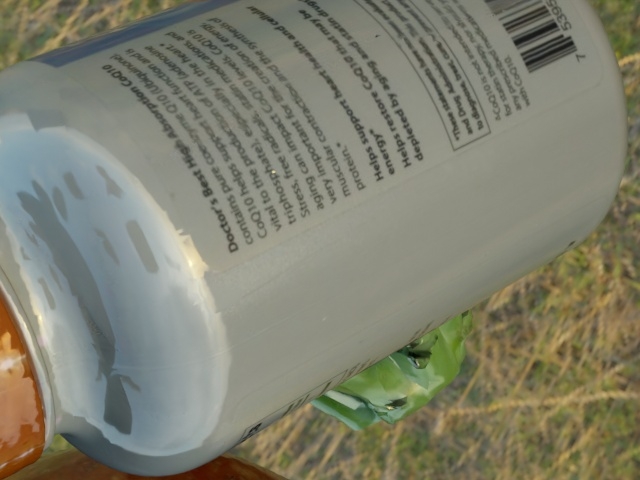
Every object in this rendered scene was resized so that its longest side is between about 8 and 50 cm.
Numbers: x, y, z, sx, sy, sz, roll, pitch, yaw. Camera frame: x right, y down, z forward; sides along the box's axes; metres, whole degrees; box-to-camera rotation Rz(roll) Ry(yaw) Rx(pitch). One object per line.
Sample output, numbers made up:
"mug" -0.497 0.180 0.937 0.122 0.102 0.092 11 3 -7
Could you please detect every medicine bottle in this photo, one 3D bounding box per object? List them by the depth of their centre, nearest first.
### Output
"medicine bottle" -0.031 -0.014 0.499 0.157 0.289 0.157 35 139 38

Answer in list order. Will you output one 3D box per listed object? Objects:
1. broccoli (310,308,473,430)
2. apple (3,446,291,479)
"broccoli" 0.000 0.000 0.763 0.261 0.269 0.241 -8 122 51
"apple" -0.086 0.233 0.692 0.277 0.250 0.309 -23 119 36
